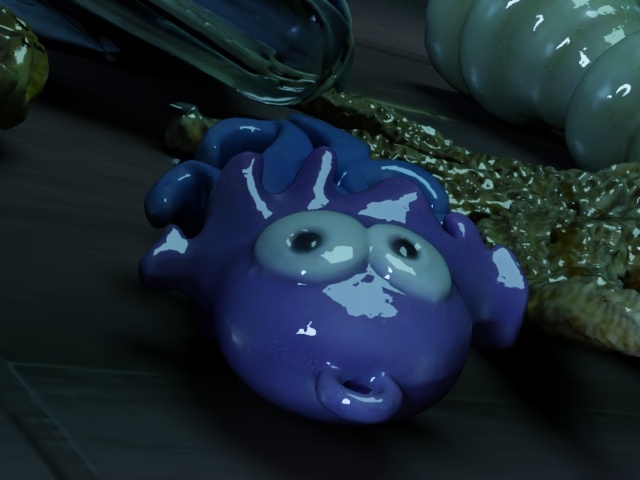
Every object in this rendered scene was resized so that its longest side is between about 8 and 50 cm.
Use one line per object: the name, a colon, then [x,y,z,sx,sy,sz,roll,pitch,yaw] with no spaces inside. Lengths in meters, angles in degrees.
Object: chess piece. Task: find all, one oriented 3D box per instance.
chess piece: [0.176,-0.083,0.899,0.133,0.133,0.243,9,29,-40]

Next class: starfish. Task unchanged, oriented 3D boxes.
starfish: [0.081,-0.007,0.623,0.302,0.060,0.299,17,22,21]

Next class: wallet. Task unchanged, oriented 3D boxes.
wallet: [-0.091,-0.136,0.706,0.176,0.075,0.250,28,7,-21]

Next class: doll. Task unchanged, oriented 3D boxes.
doll: [0.000,0.000,0.464,0.110,0.067,0.206,6,22,-10]

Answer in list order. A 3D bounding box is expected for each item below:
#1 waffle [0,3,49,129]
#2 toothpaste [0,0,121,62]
waffle: [-0.176,-0.079,0.519,0.161,0.046,0.192,5,24,-48]
toothpaste: [-0.179,-0.116,0.654,0.205,0.036,0.056,16,20,-39]
